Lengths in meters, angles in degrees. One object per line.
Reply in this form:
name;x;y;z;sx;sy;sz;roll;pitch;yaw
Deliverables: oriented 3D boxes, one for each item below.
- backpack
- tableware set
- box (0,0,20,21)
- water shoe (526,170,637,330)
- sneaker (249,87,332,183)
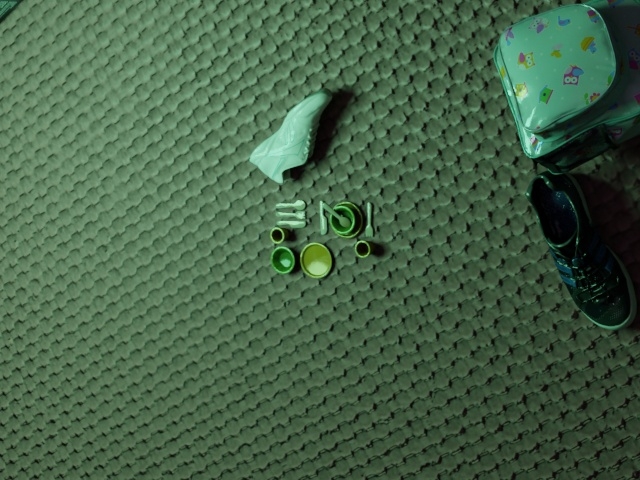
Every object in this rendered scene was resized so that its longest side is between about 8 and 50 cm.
backpack;0.297;-0.183;1.405;0.188;0.144;0.165;-20;67;18
tableware set;0.000;0.000;1.667;0.154;0.024;0.104;2;97;29
box;-0.510;-0.502;1.849;0.395;0.097;0.318;-38;76;27
water shoe;0.292;0.016;1.472;0.073;0.080;0.203;-31;81;29
sneaker;-0.026;-0.136;1.653;0.061;0.054;0.152;47;122;6
